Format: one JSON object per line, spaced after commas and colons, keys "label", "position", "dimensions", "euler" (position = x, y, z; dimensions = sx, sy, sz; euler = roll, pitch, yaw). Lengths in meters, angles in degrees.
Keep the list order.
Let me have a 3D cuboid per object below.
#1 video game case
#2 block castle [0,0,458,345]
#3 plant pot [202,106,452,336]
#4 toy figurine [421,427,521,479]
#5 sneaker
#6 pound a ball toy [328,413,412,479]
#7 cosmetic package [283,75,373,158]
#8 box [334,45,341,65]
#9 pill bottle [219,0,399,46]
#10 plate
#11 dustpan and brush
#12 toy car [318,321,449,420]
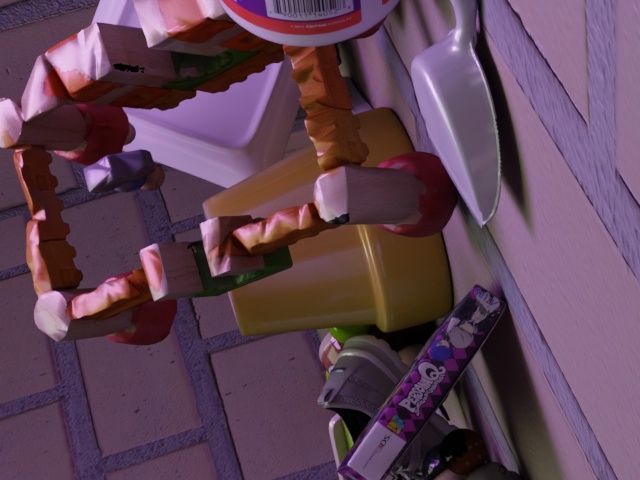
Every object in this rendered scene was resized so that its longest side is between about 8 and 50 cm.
{"label": "video game case", "position": [0.095, 0.151, 1.506], "dimensions": [0.042, 0.210, 0.232], "euler": [35, 171, 4]}
{"label": "block castle", "position": [-0.104, -0.088, 1.565], "dimensions": [0.213, 0.453, 0.303], "euler": [-3, -106, -56]}
{"label": "plant pot", "position": [0.000, 0.000, 1.754], "dimensions": [0.254, 0.239, 0.254], "euler": [163, 90, -86]}
{"label": "toy figurine", "position": [0.115, 0.302, 1.627], "dimensions": [0.148, 0.213, 0.209], "euler": [56, 170, 16]}
{"label": "sneaker", "position": [0.094, 0.247, 1.784], "dimensions": [0.281, 0.115, 0.105], "euler": [49, 147, -11]}
{"label": "pound a ball toy", "position": [0.145, 0.384, 2.243], "dimensions": [0.208, 0.135, 0.319], "euler": [34, 149, 40]}
{"label": "cosmetic package", "position": [0.000, -0.088, 1.952], "dimensions": [0.151, 0.151, 0.184], "euler": [-115, 10, -63]}
{"label": "box", "position": [-0.068, -0.223, 1.938], "dimensions": [0.126, 0.137, 0.072], "euler": [20, 145, 54]}
{"label": "pill bottle", "position": [-0.019, -0.319, 1.232], "dimensions": [0.323, 0.181, 0.181], "euler": [82, 170, -57]}
{"label": "plate", "position": [-0.148, -0.222, 1.829], "dimensions": [0.045, 0.277, 0.278], "euler": [106, -177, -82]}
{"label": "dustpan and brush", "position": [0.110, -0.133, 1.213], "dimensions": [0.147, 0.060, 0.211], "euler": [-114, 2, -47]}
{"label": "toy car", "position": [0.100, 0.170, 1.875], "dimensions": [0.188, 0.149, 0.155], "euler": [57, 160, 30]}
